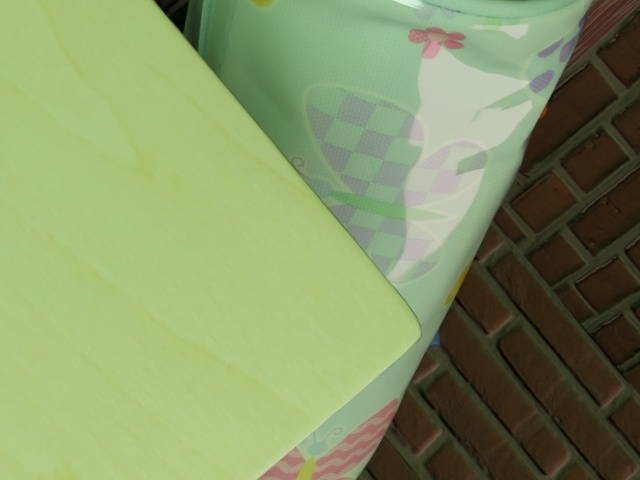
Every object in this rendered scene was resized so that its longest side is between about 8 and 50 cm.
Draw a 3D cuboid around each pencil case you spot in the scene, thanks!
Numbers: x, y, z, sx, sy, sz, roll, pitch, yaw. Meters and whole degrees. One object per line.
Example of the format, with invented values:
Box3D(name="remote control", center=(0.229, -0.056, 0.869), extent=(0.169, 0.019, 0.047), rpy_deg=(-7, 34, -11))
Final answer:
Box3D(name="pencil case", center=(-0.008, -0.015, 0.607), extent=(0.113, 0.124, 0.273), rpy_deg=(-88, -162, -47))

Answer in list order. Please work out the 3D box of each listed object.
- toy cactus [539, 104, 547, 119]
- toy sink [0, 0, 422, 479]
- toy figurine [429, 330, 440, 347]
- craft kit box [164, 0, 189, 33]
Box3D(name="toy cactus", center=(0.111, -0.137, 1.214), extent=(0.219, 0.112, 0.180), rpy_deg=(-32, 154, -46))
Box3D(name="toy sink", center=(-0.087, 0.023, 0.494), extent=(0.131, 0.153, 0.234), rpy_deg=(-39, 176, -18))
Box3D(name="toy figurine", center=(-0.033, 0.098, 1.080), extent=(0.217, 0.191, 0.362), rpy_deg=(-9, 171, -23))
Box3D(name="craft kit box", center=(-0.081, -0.024, 0.780), extent=(0.250, 0.061, 0.246), rpy_deg=(-39, 174, -7))
